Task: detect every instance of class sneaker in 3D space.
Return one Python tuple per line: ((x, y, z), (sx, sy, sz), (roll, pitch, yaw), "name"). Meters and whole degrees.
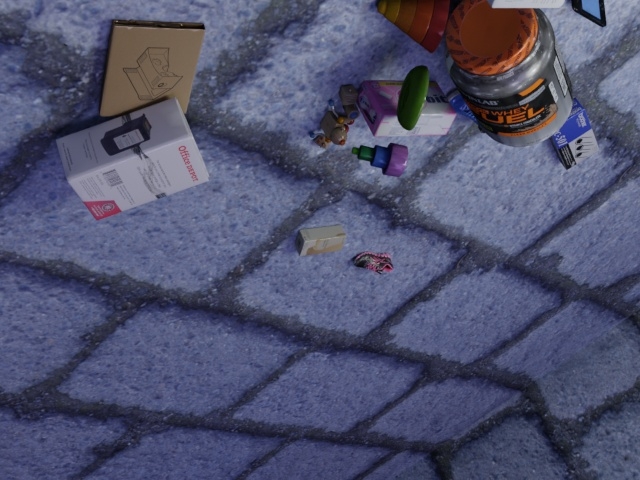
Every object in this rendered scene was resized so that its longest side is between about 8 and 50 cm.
((0.144, 0.064, 2.278), (0.119, 0.057, 0.047), (-1, 142, -29), "sneaker")
((0.349, -0.282, 1.903), (0.152, 0.084, 0.058), (11, 133, -40), "sneaker")

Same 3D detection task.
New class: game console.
((0.567, -0.508, 1.744), (0.122, 0.107, 0.071), (11, 161, -40), "game console")

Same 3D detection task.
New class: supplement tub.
((0.367, -0.334, 1.680), (0.207, 0.207, 0.338), (-33, 152, 13), "supplement tub")

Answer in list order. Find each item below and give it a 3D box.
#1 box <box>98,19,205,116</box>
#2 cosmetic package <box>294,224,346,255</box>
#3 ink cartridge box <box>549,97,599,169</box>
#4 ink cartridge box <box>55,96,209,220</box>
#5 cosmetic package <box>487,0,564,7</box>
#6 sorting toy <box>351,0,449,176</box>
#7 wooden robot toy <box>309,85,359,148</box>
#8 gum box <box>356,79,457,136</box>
((-0.302, -0.304, 1.533), (0.164, 0.021, 0.201), (-5, 141, -27), "box")
((0.000, 0.000, 2.115), (0.115, 0.041, 0.060), (-8, 143, -22), "cosmetic package")
((0.623, -0.261, 2.135), (0.097, 0.046, 0.207), (-33, 145, 11), "ink cartridge box")
((-0.348, -0.151, 1.622), (0.237, 0.100, 0.172), (-20, 156, -4), "ink cartridge box")
((0.345, -0.517, 1.489), (0.151, 0.183, 0.151), (-6, 143, -23), "cosmetic package")
((0.137, -0.308, 1.639), (0.126, 0.127, 0.365), (12, 103, -9), "sorting toy")
((0.045, -0.234, 1.789), (0.076, 0.079, 0.173), (2, 139, -33), "wooden robot toy")
((0.173, -0.275, 1.785), (0.188, 0.107, 0.062), (-5, 142, -26), "gum box")
